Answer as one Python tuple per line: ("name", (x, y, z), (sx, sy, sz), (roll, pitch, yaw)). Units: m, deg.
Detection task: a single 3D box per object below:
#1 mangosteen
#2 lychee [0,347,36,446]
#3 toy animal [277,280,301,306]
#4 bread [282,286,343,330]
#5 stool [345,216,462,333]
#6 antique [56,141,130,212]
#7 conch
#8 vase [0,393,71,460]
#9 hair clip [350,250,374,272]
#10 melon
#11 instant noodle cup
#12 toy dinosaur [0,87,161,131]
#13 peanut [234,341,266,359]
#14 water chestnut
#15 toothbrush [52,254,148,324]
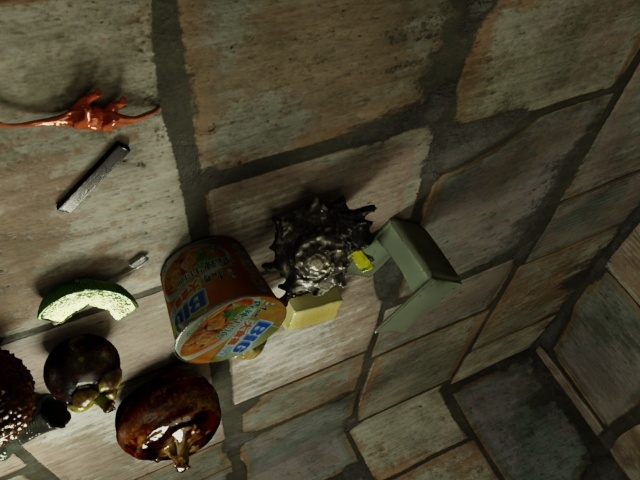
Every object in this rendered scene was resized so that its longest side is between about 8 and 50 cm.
("mangosteen", (-0.590, 0.349, 1.554), (0.192, 0.217, 0.192), (-28, 154, -15))
("lychee", (-0.797, 0.365, 1.397), (0.271, 0.271, 0.271), (-22, 149, -14))
("toy animal", (-0.061, 0.091, 1.758), (0.202, 0.070, 0.105), (-61, 179, 10))
("bread", (-0.030, 0.220, 1.988), (0.188, 0.068, 0.125), (-12, 146, -26))
("stool", (0.241, 0.110, 1.880), (0.170, 0.243, 0.269), (11, 131, -48))
("antique", (-0.439, -0.119, 1.185), (0.192, 0.015, 0.031), (-40, 150, 17))
("conch", (0.006, 0.010, 1.547), (0.313, 0.240, 0.186), (-37, 165, -14))
("vase", (-0.836, 0.540, 1.748), (0.237, 0.115, 0.115), (-35, 149, 13))
("hair clip", (0.099, 0.026, 1.793), (0.072, 0.046, 0.173), (-19, 136, 31))
("melon", (-0.531, 0.140, 1.419), (0.209, 0.064, 0.118), (15, 118, -37))
("instant noodle cup", (-0.257, 0.142, 1.531), (0.296, 0.214, 0.296), (-21, 148, -14))
("toy dinosaur", (-0.399, -0.212, 1.039), (0.279, 0.055, 0.101), (-4, 164, -41))
("peanut", (-0.189, 0.235, 1.723), (0.137, 0.122, 0.253), (-56, -174, 49))
("water chestnut", (-0.464, 0.582, 1.922), (0.350, 0.302, 0.350), (-24, 146, -17))
("toothbrush", (-0.527, 0.117, 1.457), (0.286, 0.020, 0.025), (-34, 141, 7))
